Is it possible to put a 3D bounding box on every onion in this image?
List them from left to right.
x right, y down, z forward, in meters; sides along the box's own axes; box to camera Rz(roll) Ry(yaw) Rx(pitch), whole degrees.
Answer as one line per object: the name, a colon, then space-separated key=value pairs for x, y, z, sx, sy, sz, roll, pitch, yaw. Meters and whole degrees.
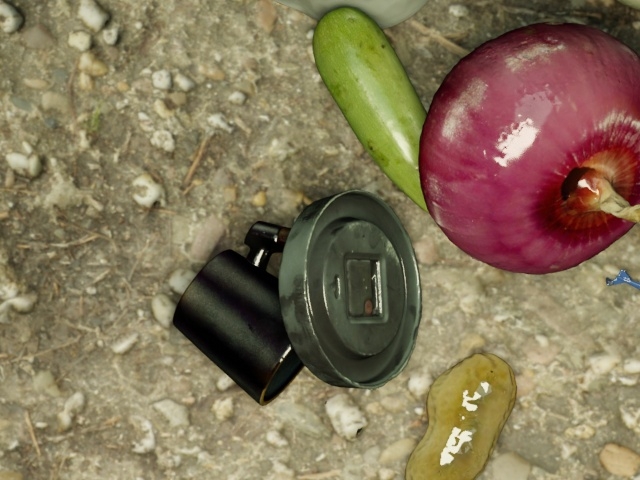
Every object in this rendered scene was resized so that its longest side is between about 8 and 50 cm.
onion: x=0.306 y=-0.104 z=1.627 sx=0.358 sy=0.358 sz=0.345 roll=2 pitch=45 yaw=4

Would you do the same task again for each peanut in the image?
peanut: x=0.195 y=0.268 z=1.704 sx=0.120 sy=0.110 sz=0.236 roll=30 pitch=90 yaw=-14

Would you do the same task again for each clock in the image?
clock: x=0.045 y=0.070 z=1.671 sx=0.055 sy=0.280 sz=0.281 roll=-8 pitch=78 yaw=38

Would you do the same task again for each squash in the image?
squash: x=0.100 y=-0.179 z=1.778 sx=0.118 sy=0.118 sz=0.371 roll=-28 pitch=86 yaw=-2

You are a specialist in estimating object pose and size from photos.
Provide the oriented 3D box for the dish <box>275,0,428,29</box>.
dish: x=0.056 y=-0.468 z=1.827 sx=0.303 sy=0.120 sz=0.303 roll=0 pitch=81 yaw=2

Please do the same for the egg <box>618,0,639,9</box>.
egg: x=0.479 y=-0.450 z=1.752 sx=0.337 sy=0.201 sz=0.337 roll=18 pitch=56 yaw=-28

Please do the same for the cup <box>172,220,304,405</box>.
cup: x=-0.079 y=0.094 z=1.733 sx=0.177 sy=0.166 sz=0.239 roll=36 pitch=67 yaw=14

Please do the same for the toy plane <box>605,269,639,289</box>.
toy plane: x=0.500 y=0.084 z=1.746 sx=0.167 sy=0.054 sz=0.062 roll=24 pitch=108 yaw=6

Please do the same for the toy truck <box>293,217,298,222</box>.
toy truck: x=0.000 y=0.000 z=1.780 sx=0.077 sy=0.076 sz=0.111 roll=-17 pitch=78 yaw=20
